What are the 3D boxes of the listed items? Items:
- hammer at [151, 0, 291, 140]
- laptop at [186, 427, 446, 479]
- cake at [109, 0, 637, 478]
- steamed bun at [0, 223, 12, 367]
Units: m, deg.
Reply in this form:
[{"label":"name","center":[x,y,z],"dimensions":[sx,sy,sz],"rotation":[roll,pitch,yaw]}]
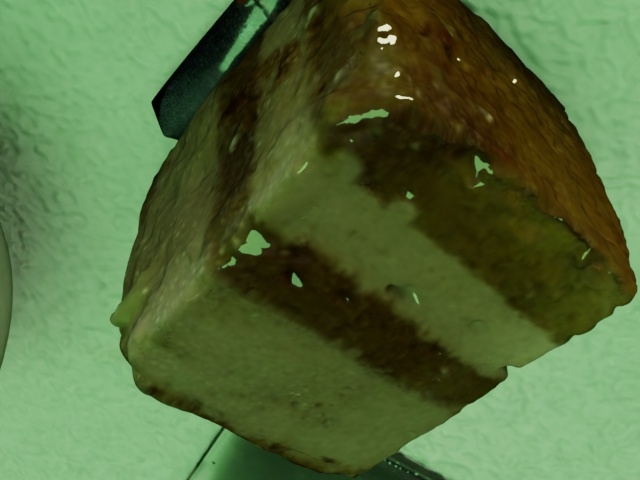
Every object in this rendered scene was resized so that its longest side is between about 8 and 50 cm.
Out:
[{"label":"hammer","center":[-0.018,-0.169,0.528],"dimensions":[0.137,0.037,0.290],"rotation":[38,117,-12]},{"label":"laptop","center":[0.018,0.243,0.757],"dimensions":[0.269,0.015,0.188],"rotation":[30,119,-7]},{"label":"cake","center":[0.000,0.000,0.516],"dimensions":[0.198,0.196,0.293],"rotation":[31,124,-30]},{"label":"steamed bun","center":[-0.375,0.019,0.536],"dimensions":[0.374,0.334,0.334],"rotation":[34,118,-6]}]
